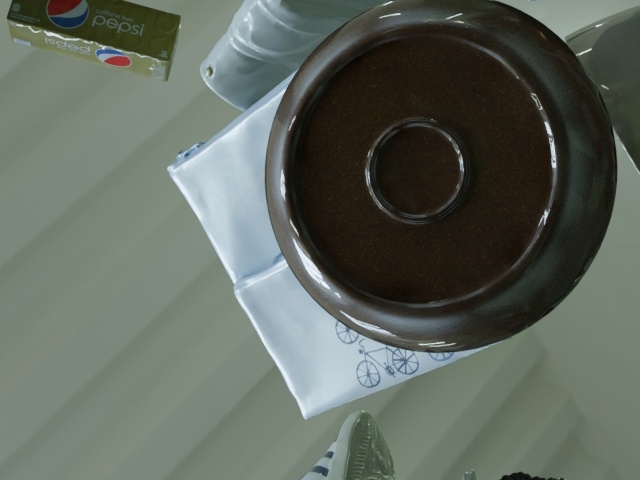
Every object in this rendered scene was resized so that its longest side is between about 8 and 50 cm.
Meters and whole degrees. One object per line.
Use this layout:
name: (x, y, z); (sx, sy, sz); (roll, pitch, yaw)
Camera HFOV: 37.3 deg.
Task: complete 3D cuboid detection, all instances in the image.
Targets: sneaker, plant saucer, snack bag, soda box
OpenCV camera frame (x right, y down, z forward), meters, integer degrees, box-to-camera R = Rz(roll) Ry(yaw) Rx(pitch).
sneaker: (0.008, 0.371, 1.389); (0.131, 0.148, 0.350); (60, -159, -8)
plant saucer: (0.087, -0.058, 0.799); (0.050, 0.311, 0.310); (-1, -78, -70)
sneaker: (-0.006, -0.210, 1.071); (0.292, 0.108, 0.169); (-1, -36, -49)
snack bag: (0.000, 0.000, 0.990); (0.037, 0.323, 0.342); (-28, -91, -46)
soda box: (-0.251, -0.237, 1.064); (0.181, 0.058, 0.061); (14, -108, -9)

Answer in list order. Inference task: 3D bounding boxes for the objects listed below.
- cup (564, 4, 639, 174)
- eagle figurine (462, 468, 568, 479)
cup: (0.463, -0.156, 1.067); (0.237, 0.331, 0.331); (-32, -55, 21)
eagle figurine: (0.266, 0.445, 1.358); (0.298, 0.225, 0.226); (15, -87, -2)
